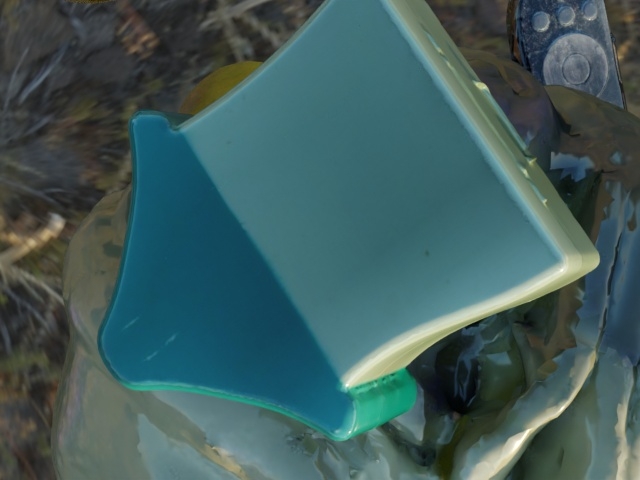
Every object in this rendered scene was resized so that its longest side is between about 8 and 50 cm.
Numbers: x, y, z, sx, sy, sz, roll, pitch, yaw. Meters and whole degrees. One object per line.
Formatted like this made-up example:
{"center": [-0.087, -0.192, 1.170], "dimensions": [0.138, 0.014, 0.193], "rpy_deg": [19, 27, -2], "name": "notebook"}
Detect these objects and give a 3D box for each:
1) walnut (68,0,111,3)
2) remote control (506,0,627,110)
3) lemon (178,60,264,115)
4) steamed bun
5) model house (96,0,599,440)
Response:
{"center": [-0.145, -0.237, 1.010], "dimensions": [0.225, 0.193, 0.193], "rpy_deg": [43, 84, -12], "name": "walnut"}
{"center": [0.200, -0.084, 1.438], "dimensions": [0.090, 0.066, 0.266], "rpy_deg": [-13, 97, -11], "name": "remote control"}
{"center": [-0.056, -0.067, 1.612], "dimensions": [0.170, 0.207, 0.170], "rpy_deg": [-2, 120, -3], "name": "lemon"}
{"center": [0.051, 0.039, 0.867], "dimensions": [0.352, 0.247, 0.339], "rpy_deg": [17, 44, 10], "name": "steamed bun"}
{"center": [0.000, 0.000, 0.615], "dimensions": [0.149, 0.100, 0.127], "rpy_deg": [-35, 82, 11], "name": "model house"}
